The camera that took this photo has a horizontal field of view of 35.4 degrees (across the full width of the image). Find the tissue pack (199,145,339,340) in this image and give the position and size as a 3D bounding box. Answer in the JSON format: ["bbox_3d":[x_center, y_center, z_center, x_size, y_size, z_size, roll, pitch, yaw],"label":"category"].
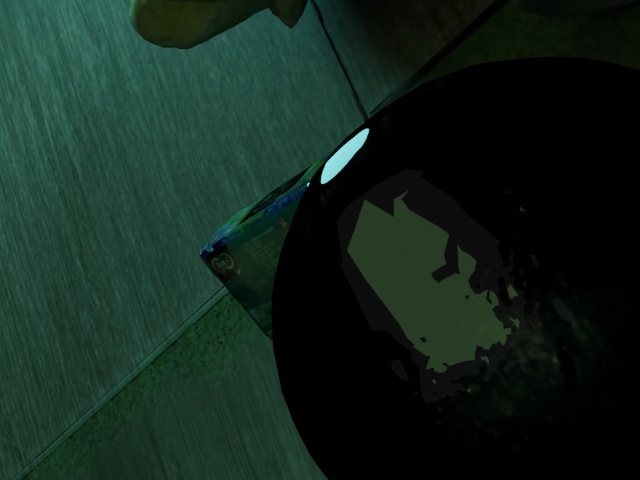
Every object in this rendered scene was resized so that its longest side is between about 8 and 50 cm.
[{"bbox_3d":[0.001,-0.001,0.605,0.085,0.079,0.111,49,135,-11],"label":"tissue pack"}]

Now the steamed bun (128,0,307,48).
[{"bbox_3d":[-0.012,-0.251,0.543,0.292,0.137,0.295,112,170,-46],"label":"steamed bun"}]

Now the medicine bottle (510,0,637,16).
[{"bbox_3d":[0.115,-0.207,0.457,0.103,0.103,0.186,-20,77,45],"label":"medicine bottle"}]

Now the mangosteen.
[{"bbox_3d":[0.097,0.043,0.416,0.243,0.243,0.243,2,92,46],"label":"mangosteen"}]
